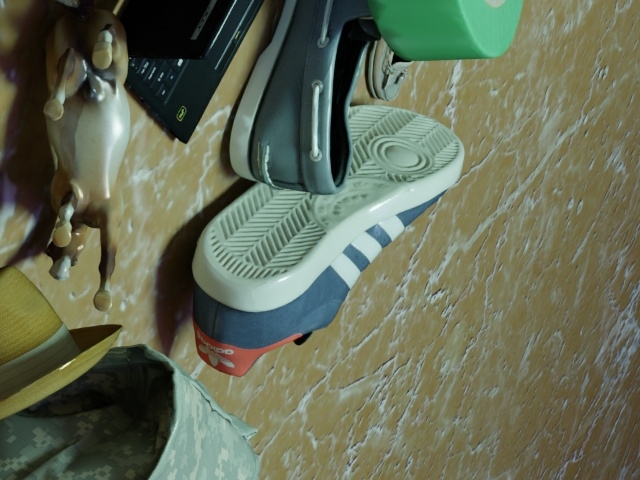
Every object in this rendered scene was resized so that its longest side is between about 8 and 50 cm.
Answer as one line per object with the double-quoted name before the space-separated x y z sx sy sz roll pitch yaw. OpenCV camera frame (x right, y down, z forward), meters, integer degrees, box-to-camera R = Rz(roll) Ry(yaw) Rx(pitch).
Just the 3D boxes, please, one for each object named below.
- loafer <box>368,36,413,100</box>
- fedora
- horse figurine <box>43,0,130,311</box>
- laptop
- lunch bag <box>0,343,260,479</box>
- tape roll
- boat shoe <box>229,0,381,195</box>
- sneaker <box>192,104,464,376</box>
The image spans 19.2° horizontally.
"loafer" 0.070 -0.178 1.764 0.045 0.039 0.125 -47 150 -39
"fedora" -0.226 0.069 1.247 0.194 0.194 0.079 -36 105 -50
"horse figurine" -0.162 -0.076 1.278 0.174 0.066 0.263 -103 -168 -67
"laptop" -0.043 -0.198 1.382 0.234 0.137 0.264 -62 156 -10
"lunch bag" -0.178 0.211 1.394 0.287 0.169 0.235 -49 156 -9
"tape roll" 0.101 -0.305 1.524 0.321 0.077 0.321 0 90 -71
"boat shoe" 0.027 -0.188 1.585 0.116 0.099 0.319 21 91 -64
"sneaker" 0.000 0.000 1.691 0.350 0.131 0.148 -34 148 -43
